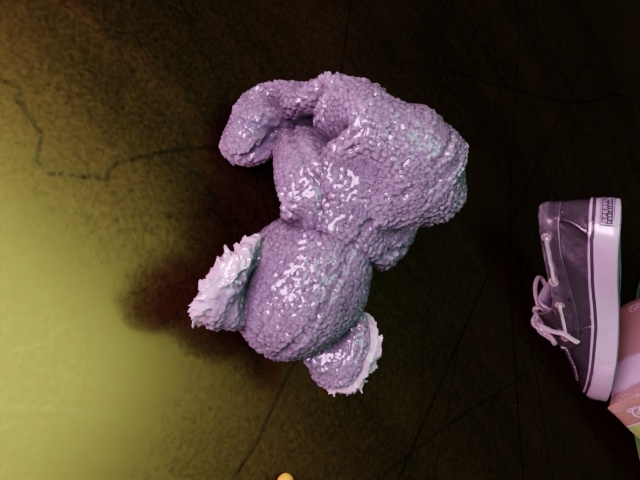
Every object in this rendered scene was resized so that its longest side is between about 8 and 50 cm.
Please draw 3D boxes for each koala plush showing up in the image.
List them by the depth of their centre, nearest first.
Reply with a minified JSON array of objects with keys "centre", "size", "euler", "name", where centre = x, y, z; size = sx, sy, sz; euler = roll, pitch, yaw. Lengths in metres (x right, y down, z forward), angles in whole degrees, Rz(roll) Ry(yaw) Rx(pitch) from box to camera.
[{"centre":[0.000,0.000,0.534],"size":[0.196,0.203,0.221],"euler":[37,72,-29],"name":"koala plush"}]

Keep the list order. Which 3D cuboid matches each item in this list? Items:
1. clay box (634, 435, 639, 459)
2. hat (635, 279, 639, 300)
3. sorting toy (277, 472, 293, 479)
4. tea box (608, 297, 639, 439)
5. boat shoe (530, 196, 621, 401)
[{"centre":[0.565,0.309,1.021],"size":[0.222,0.053,0.127],"euler":[-7,85,-40],"name":"clay box"},{"centre":[0.611,0.107,1.013],"size":[0.208,0.184,0.173],"euler":[35,61,-30],"name":"hat"},{"centre":[0.003,0.226,0.549],"size":[0.083,0.075,0.044],"euler":[33,62,-32],"name":"sorting toy"},{"centre":[0.616,0.190,0.844],"size":[0.323,0.329,0.220],"euler":[43,44,-7],"name":"tea box"},{"centre":[0.316,0.081,0.823],"size":[0.113,0.105,0.306],"euler":[-64,146,-41],"name":"boat shoe"}]
